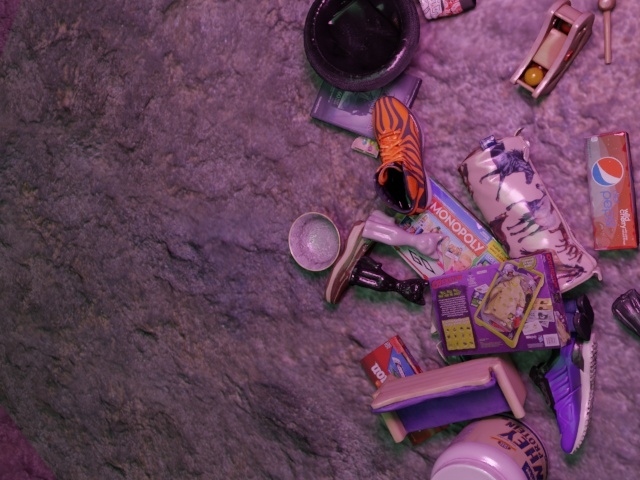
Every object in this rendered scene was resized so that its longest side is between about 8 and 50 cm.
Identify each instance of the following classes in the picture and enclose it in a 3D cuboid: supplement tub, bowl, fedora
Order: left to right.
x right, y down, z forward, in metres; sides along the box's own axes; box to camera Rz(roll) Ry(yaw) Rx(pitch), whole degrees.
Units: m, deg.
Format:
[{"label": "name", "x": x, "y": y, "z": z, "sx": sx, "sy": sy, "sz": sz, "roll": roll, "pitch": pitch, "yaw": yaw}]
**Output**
[{"label": "bowl", "x": 0.000, "y": 0.000, "z": 1.829, "sx": 0.170, "sy": 0.080, "sz": 0.170, "roll": 3, "pitch": 97, "yaw": 30}, {"label": "fedora", "x": 0.120, "y": -0.524, "z": 1.652, "sx": 0.334, "sy": 0.152, "sz": 0.334, "roll": -4, "pitch": 79, "yaw": 23}, {"label": "supplement tub", "x": 0.403, "y": 0.571, "z": 1.515, "sx": 0.235, "sy": 0.325, "sz": 0.235, "roll": 3, "pitch": 97, "yaw": 29}]

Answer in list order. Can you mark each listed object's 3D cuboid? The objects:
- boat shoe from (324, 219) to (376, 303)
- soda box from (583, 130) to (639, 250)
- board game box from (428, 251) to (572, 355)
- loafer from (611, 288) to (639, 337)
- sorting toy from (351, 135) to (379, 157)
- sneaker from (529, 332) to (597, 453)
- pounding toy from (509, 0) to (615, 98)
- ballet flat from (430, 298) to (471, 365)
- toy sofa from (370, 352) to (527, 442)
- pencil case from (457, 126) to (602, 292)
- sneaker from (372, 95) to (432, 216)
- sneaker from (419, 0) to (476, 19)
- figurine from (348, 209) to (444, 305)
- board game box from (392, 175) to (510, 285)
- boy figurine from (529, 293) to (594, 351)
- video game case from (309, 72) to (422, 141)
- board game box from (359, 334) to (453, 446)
[{"label": "boat shoe", "x": 0.095, "y": 0.076, "z": 1.777, "sx": 0.095, "sy": 0.095, "sz": 0.257, "roll": 27, "pitch": 107, "yaw": 19}, {"label": "soda box", "x": 0.664, "y": -0.112, "z": 1.437, "sx": 0.092, "sy": 0.083, "sz": 0.263, "roll": -5, "pitch": 93, "yaw": 31}, {"label": "board game box", "x": 0.411, "y": 0.160, "z": 1.494, "sx": 0.347, "sy": 0.056, "sz": 0.208, "roll": -18, "pitch": 84, "yaw": 53}, {"label": "loafer", "x": 0.761, "y": 0.204, "z": 1.416, "sx": 0.223, "sy": 0.076, "sz": 0.078, "roll": 48, "pitch": 124, "yaw": 21}, {"label": "sorting toy", "x": 0.141, "y": -0.274, "z": 1.746, "sx": 0.083, "sy": 0.045, "sz": 0.075, "roll": 27, "pitch": 100, "yaw": 25}, {"label": "sneaker", "x": 0.580, "y": 0.359, "z": 1.527, "sx": 0.146, "sy": 0.102, "sz": 0.293, "roll": 6, "pitch": 90, "yaw": 29}, {"label": "pounding toy", "x": 0.568, "y": -0.436, "z": 1.419, "sx": 0.155, "sy": 0.154, "sz": 0.269, "roll": 40, "pitch": 113, "yaw": 21}, {"label": "ballet flat", "x": 0.328, "y": 0.252, "z": 1.674, "sx": 0.068, "sy": 0.072, "sz": 0.213, "roll": -29, "pitch": 81, "yaw": 33}, {"label": "toy sofa", "x": 0.316, "y": 0.402, "z": 1.584, "sx": 0.363, "sy": 0.177, "sz": 0.150, "roll": -23, "pitch": 98, "yaw": 31}, {"label": "pencil case", "x": 0.493, "y": -0.058, "z": 1.497, "sx": 0.183, "sy": 0.160, "sz": 0.410, "roll": -37, "pitch": 76, "yaw": 41}, {"label": "sneaker", "x": 0.192, "y": -0.216, "z": 1.582, "sx": 0.125, "sy": 0.180, "sz": 0.321, "roll": -21, "pitch": 87, "yaw": 26}, {"label": "sneaker", "x": 0.293, "y": -0.697, "z": 1.586, "sx": 0.145, "sy": 0.090, "sz": 0.270, "roll": -10, "pitch": 92, "yaw": 28}, {"label": "figurine", "x": 0.204, "y": 0.048, "z": 1.663, "sx": 0.209, "sy": 0.092, "sz": 0.215, "roll": 18, "pitch": 104, "yaw": 12}, {"label": "board game box", "x": 0.334, "y": 0.014, "z": 1.660, "sx": 0.317, "sy": 0.046, "sz": 0.213, "roll": 46, "pitch": 115, "yaw": 18}, {"label": "boy figurine", "x": 0.501, "y": 0.197, "z": 1.529, "sx": 0.285, "sy": 0.177, "sz": 0.092, "roll": -11, "pitch": 129, "yaw": 38}, {"label": "video game case", "x": 0.120, "y": -0.391, "z": 1.737, "sx": 0.274, "sy": 0.026, "sz": 0.196, "roll": 25, "pitch": 97, "yaw": 26}, {"label": "board game box", "x": 0.239, "y": 0.420, "z": 1.766, "sx": 0.145, "sy": 0.027, "sz": 0.281, "roll": -41, "pitch": 75, "yaw": 28}]
